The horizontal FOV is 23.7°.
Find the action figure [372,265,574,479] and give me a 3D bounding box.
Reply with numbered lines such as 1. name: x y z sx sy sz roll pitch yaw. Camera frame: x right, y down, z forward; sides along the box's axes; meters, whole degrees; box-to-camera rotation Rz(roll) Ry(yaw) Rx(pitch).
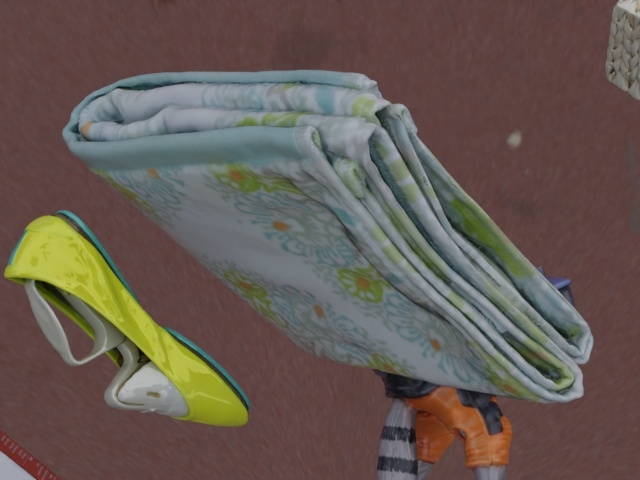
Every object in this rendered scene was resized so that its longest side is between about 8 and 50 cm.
1. action figure: 0.107 0.106 1.377 0.178 0.341 0.330 -13 88 -13

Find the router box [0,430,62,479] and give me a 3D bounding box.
1. router box: -0.412 0.288 1.366 0.301 0.082 0.335 39 87 -4

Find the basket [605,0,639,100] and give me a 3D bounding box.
1. basket: 0.323 -0.189 1.273 0.103 0.113 0.167 32 65 23

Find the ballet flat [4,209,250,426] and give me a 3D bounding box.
1. ballet flat: -0.151 0.080 1.157 0.231 0.077 0.077 49 58 -17

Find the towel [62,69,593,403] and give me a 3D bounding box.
1. towel: 0.000 0.000 1.190 0.320 0.374 0.090 47 67 -31
